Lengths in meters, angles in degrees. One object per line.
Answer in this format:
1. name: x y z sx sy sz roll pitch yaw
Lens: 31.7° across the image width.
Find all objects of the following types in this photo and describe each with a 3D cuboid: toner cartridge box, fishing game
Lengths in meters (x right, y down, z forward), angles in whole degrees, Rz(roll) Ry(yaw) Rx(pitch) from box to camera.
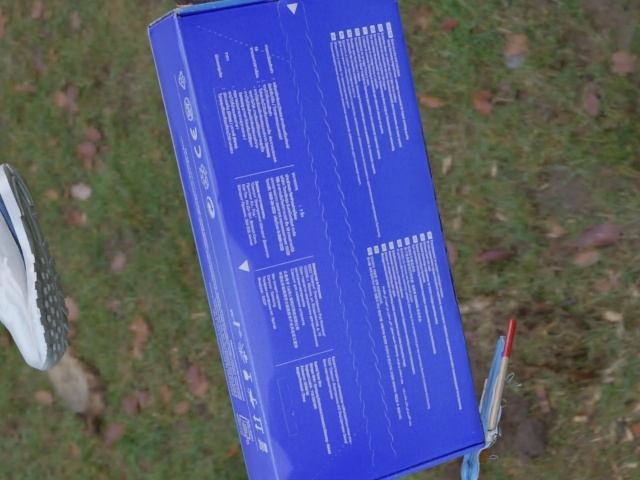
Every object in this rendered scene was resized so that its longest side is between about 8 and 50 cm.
1. toner cartridge box: 0.000 0.000 0.803 0.075 0.165 0.347 3 106 66
2. fishing game: 0.194 0.199 1.260 0.041 0.264 0.189 14 65 7

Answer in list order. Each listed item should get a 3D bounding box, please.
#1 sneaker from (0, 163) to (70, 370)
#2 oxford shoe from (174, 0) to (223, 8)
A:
1. sneaker: -0.349 0.036 1.252 0.095 0.090 0.235 -18 82 1
2. oxford shoe: -0.136 -0.291 1.378 0.097 0.271 0.098 27 96 52
